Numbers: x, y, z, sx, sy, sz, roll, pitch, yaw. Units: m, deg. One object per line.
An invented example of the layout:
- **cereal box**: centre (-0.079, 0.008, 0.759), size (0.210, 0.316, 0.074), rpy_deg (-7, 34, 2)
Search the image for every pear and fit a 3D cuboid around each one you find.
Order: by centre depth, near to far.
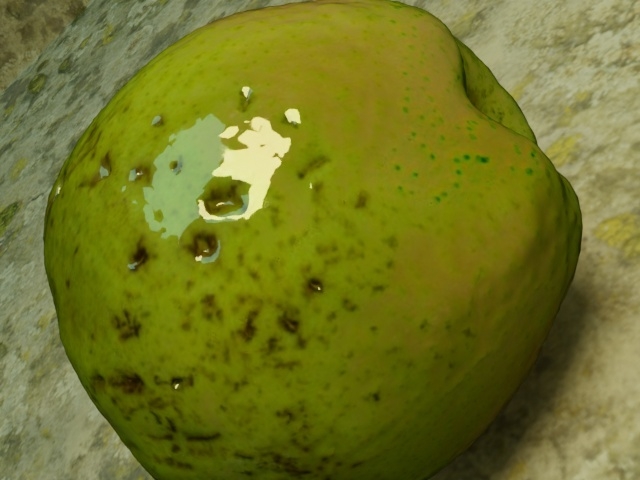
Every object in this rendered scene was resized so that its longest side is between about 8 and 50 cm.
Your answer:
- **pear**: centre (0.000, 0.000, 0.695), size (0.391, 0.391, 0.391), rpy_deg (-31, 37, 26)
